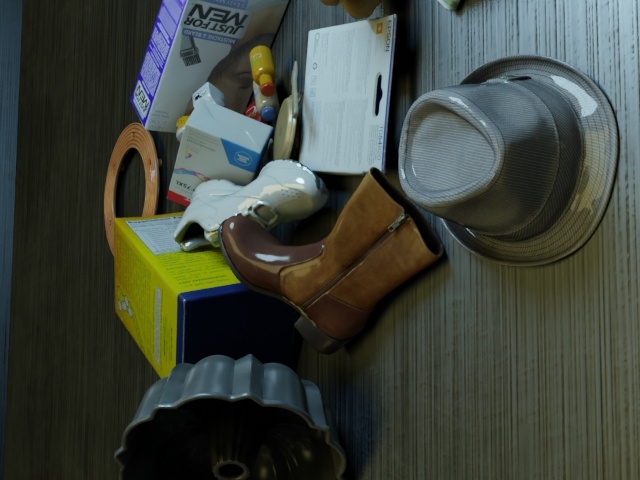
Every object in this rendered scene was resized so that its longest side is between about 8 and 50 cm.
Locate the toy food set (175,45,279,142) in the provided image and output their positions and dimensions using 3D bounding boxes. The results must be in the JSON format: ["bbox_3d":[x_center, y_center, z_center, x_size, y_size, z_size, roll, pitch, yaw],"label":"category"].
[{"bbox_3d":[-0.147,-0.213,1.487,0.232,0.111,0.104,-34,43,22],"label":"toy food set"}]

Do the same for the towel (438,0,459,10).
[{"bbox_3d":[0.181,-0.385,1.110,0.152,0.023,0.113,-59,43,32],"label":"towel"}]

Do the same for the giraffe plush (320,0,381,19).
[{"bbox_3d":[0.066,-0.420,1.173,0.170,0.210,0.181,-39,83,30],"label":"giraffe plush"}]

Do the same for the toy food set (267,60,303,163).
[{"bbox_3d":[-0.046,-0.175,1.388,0.192,0.039,0.132,114,160,-50],"label":"toy food set"}]

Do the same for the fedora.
[{"bbox_3d":[0.182,-0.096,0.977,0.275,0.124,0.243,33,115,54],"label":"fedora"}]

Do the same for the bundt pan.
[{"bbox_3d":[-0.125,0.291,1.269,0.124,0.331,0.330,-90,24,-52],"label":"bundt pan"}]

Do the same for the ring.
[{"bbox_3d":[-0.438,-0.108,2.034,0.337,0.032,0.336,-7,82,56],"label":"ring"}]

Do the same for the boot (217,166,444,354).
[{"bbox_3d":[0.000,0.000,1.199,0.264,0.096,0.280,50,134,12],"label":"boot"}]

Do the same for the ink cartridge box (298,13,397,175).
[{"bbox_3d":[0.050,-0.206,1.267,0.224,0.045,0.223,11,97,57],"label":"ink cartridge box"}]

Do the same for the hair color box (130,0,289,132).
[{"bbox_3d":[-0.194,-0.351,1.534,0.110,0.185,0.338,59,134,40],"label":"hair color box"}]

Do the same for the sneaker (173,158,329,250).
[{"bbox_3d":[-0.111,-0.039,1.371,0.297,0.111,0.129,-14,33,40],"label":"sneaker"}]

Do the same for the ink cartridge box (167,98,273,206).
[{"bbox_3d":[-0.180,-0.116,1.492,0.231,0.134,0.078,114,176,-46],"label":"ink cartridge box"}]

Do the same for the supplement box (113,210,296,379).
[{"bbox_3d":[-0.208,0.100,1.474,0.356,0.194,0.195,38,129,53],"label":"supplement box"}]
